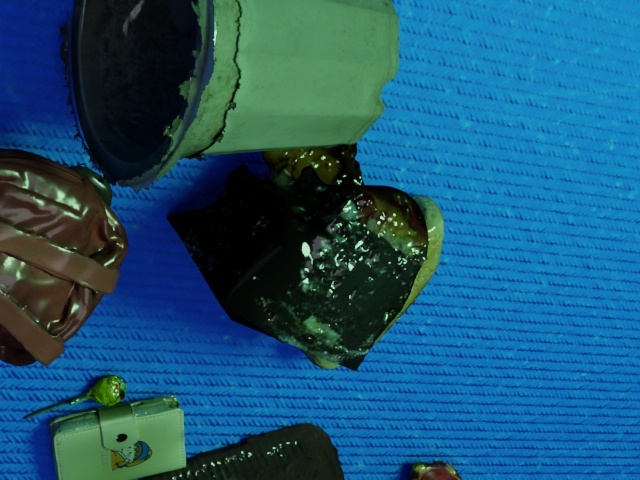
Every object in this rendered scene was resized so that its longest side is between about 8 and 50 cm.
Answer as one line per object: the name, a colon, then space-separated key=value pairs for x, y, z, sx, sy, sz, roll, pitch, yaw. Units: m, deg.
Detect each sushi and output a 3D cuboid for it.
sushi: x=0.001 y=0.001 z=1.212 sx=0.227 sy=0.215 sz=0.212 roll=34 pitch=100 yaw=-32

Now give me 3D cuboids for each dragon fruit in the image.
dragon fruit: x=0.151 y=0.341 z=1.539 sx=0.116 sy=0.081 sz=0.086 roll=29 pitch=82 yaw=-45

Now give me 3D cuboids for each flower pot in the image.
flower pot: x=-0.077 y=-0.181 z=1.066 sx=0.259 sy=0.290 sz=0.290 roll=2 pitch=116 yaw=-37

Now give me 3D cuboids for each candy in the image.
candy: x=-0.285 y=0.186 z=1.308 sx=0.123 sy=0.035 sz=0.035 roll=-17 pitch=90 yaw=-4

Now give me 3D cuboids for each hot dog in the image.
hot dog: x=0.071 y=0.056 z=1.352 sx=0.073 sy=0.084 sz=0.242 roll=33 pitch=101 yaw=-37

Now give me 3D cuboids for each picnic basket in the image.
picnic basket: x=-0.088 y=0.374 z=1.429 sx=0.297 sy=0.129 sz=0.222 roll=-16 pitch=120 yaw=-16

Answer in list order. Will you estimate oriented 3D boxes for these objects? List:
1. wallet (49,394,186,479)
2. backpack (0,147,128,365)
wallet: x=-0.241 y=0.241 z=1.346 sx=0.155 sy=0.039 sz=0.110 roll=-9 pitch=125 yaw=-18
backpack: x=-0.314 y=0.010 z=1.129 sx=0.229 sy=0.139 sz=0.229 roll=-12 pitch=122 yaw=-19
